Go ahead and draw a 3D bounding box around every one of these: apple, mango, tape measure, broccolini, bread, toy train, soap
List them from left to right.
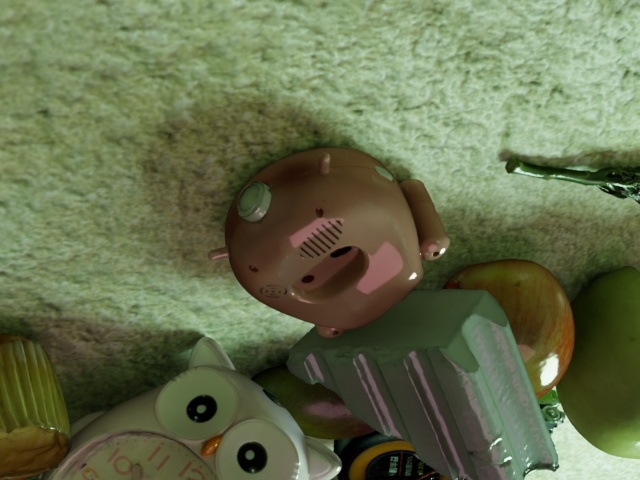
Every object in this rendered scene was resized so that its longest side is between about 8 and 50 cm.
[{"bbox_3d":[-0.454,0.215,1.684,0.288,0.156,0.204,-17,152,-11],"label":"bread"},{"bbox_3d":[0.022,0.222,1.974,0.268,0.111,0.133,-2,152,-18],"label":"mango"},{"bbox_3d":[0.131,0.314,2.109,0.223,0.135,0.202,1,130,2],"label":"tape measure"},{"bbox_3d":[0.137,0.211,1.806,0.258,0.159,0.302,-4,123,32],"label":"soap"},{"bbox_3d":[0.246,0.119,1.902,0.209,0.164,0.209,13,144,10],"label":"apple"},{"bbox_3d":[0.286,0.268,2.200,0.202,0.081,0.060,1,138,-18],"label":"toy train"},{"bbox_3d":[0.340,-0.085,1.805,0.239,0.051,0.054,8,147,-26],"label":"broccolini"},{"bbox_3d":[0.479,0.174,2.025,0.292,0.254,0.292,-12,143,-9],"label":"apple"}]

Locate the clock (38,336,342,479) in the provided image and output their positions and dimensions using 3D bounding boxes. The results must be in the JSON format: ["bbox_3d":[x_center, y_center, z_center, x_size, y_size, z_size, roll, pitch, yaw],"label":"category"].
[{"bbox_3d":[-0.181,0.348,1.836,0.376,0.368,0.250,-48,165,-1],"label":"clock"}]

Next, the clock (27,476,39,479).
[{"bbox_3d":[-0.477,0.341,1.903,0.211,0.066,0.159,-4,141,-22],"label":"clock"}]

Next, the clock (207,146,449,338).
[{"bbox_3d":[0.000,0.000,1.652,0.227,0.142,0.241,-39,137,23],"label":"clock"}]
